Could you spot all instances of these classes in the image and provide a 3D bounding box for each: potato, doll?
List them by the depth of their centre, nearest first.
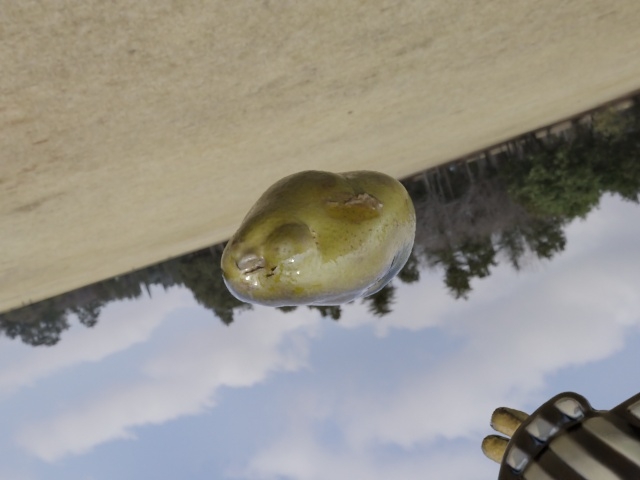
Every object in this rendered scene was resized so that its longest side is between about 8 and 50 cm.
[{"bbox_3d":[0.094,0.140,0.333,0.219,0.091,0.067,-39,157,12],"label":"doll"},{"bbox_3d":[0.152,0.141,0.456,0.093,0.061,0.051,19,-167,10],"label":"doll"},{"bbox_3d":[-0.002,0.003,1.033,0.218,0.202,0.351,16,-159,30],"label":"potato"}]
